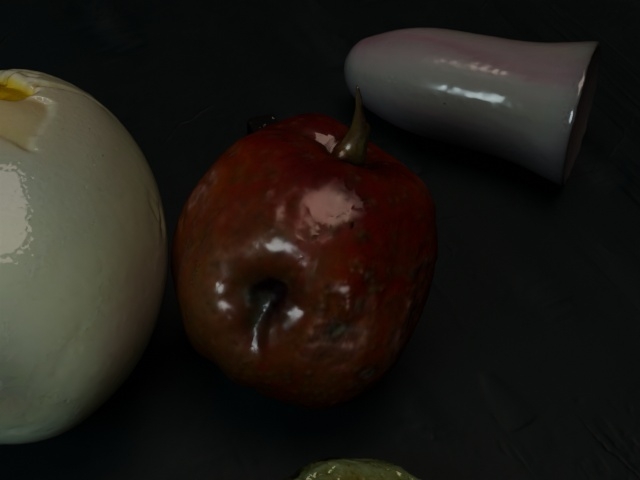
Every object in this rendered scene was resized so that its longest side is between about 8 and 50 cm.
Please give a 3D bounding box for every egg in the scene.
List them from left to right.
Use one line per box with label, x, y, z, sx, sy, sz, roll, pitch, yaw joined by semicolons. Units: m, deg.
egg;-0.276;0.020;0.912;0.283;0.283;0.345;-4;50;-9

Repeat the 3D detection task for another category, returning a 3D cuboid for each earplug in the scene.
earplug;0.169;-0.182;1.238;0.301;0.172;0.172;14;46;18

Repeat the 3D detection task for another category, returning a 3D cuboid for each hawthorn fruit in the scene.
hawthorn fruit;-0.010;0.020;0.953;0.258;0.258;0.262;34;81;25

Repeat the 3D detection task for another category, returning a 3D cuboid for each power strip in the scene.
power strip;-0.055;-0.108;1.225;0.037;0.029;0.111;-14;47;-16

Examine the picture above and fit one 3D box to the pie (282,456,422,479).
pie;0.038;0.323;0.794;0.323;0.071;0.323;5;49;-6
